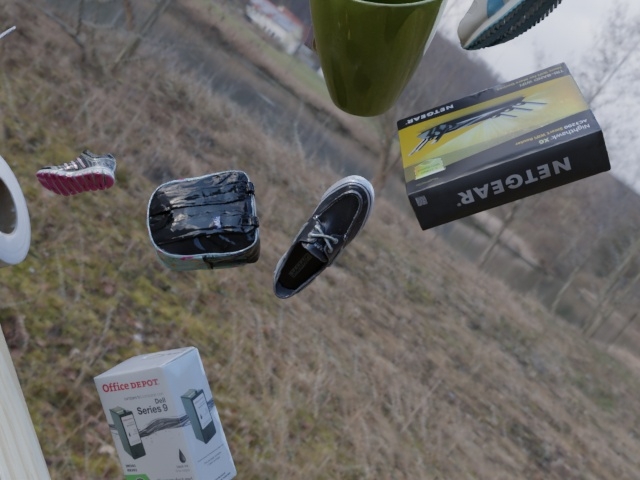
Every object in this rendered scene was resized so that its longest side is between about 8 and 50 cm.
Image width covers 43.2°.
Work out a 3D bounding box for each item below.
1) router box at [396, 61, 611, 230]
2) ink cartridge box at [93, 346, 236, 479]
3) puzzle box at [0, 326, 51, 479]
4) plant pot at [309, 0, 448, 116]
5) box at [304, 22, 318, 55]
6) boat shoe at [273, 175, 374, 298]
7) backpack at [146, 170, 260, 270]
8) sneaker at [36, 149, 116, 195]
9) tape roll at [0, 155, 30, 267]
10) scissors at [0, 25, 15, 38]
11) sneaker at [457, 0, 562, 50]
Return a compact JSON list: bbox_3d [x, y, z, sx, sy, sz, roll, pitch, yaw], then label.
[{"bbox_3d":[0.288,-0.160,1.334,0.243,0.309,0.081,-90,158,-53],"label":"router box"},{"bbox_3d":[-0.326,0.386,1.685,0.121,0.211,0.289,-24,98,-58],"label":"ink cartridge box"},{"bbox_3d":[-0.426,0.203,1.023,0.052,0.272,0.409,-13,67,-32],"label":"puzzle box"},{"bbox_3d":[0.101,-0.400,1.581,0.275,0.275,0.293,42,-34,30],"label":"plant pot"},{"bbox_3d":[0.038,-0.538,1.829,0.067,0.063,0.324,38,-27,2],"label":"box"},{"bbox_3d":[0.000,0.000,1.642,0.108,0.301,0.102,40,22,-6],"label":"boat shoe"},{"bbox_3d":[-0.277,-0.037,1.906,0.191,0.253,0.225,102,-20,-66],"label":"backpack"},{"bbox_3d":[-0.465,-0.135,1.562,0.063,0.170,0.075,68,26,-44],"label":"sneaker"},{"bbox_3d":[-0.695,-0.049,1.559,0.246,0.169,0.246,-14,90,-85],"label":"tape roll"},{"bbox_3d":[-0.659,-0.333,1.492,0.021,0.109,0.297,56,20,-26],"label":"scissors"},{"bbox_3d":[0.207,-0.286,0.815,0.087,0.229,0.092,-17,67,-38],"label":"sneaker"}]
